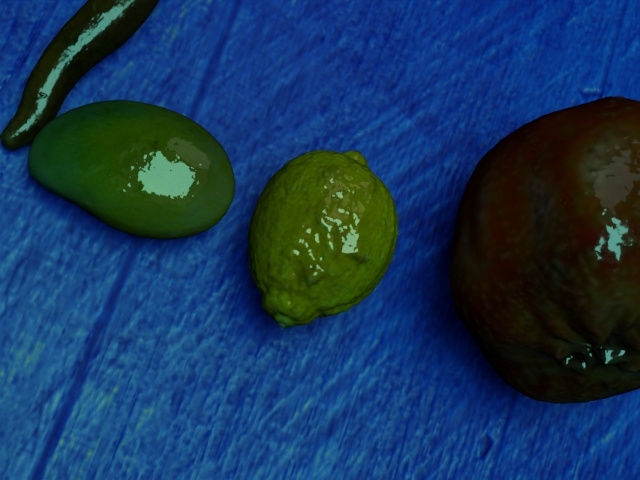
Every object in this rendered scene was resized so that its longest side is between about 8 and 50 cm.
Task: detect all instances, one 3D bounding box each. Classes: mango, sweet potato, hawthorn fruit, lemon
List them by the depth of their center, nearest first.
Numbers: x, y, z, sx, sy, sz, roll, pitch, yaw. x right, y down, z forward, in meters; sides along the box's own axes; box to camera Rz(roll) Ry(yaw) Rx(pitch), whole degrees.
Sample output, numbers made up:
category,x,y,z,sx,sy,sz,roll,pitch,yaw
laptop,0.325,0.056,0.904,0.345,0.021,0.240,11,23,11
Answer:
category,x,y,z,sx,sy,sz,roll,pitch,yaw
mango,-0.177,-0.067,1.279,0.195,0.092,0.130,5,78,-7
lemon,0.000,0.000,1.287,0.142,0.142,0.187,26,74,-10
sweet potato,-0.224,-0.194,1.310,0.057,0.057,0.264,42,75,-5
hawthorn fruit,0.261,-0.014,1.317,0.287,0.287,0.330,16,50,-14
